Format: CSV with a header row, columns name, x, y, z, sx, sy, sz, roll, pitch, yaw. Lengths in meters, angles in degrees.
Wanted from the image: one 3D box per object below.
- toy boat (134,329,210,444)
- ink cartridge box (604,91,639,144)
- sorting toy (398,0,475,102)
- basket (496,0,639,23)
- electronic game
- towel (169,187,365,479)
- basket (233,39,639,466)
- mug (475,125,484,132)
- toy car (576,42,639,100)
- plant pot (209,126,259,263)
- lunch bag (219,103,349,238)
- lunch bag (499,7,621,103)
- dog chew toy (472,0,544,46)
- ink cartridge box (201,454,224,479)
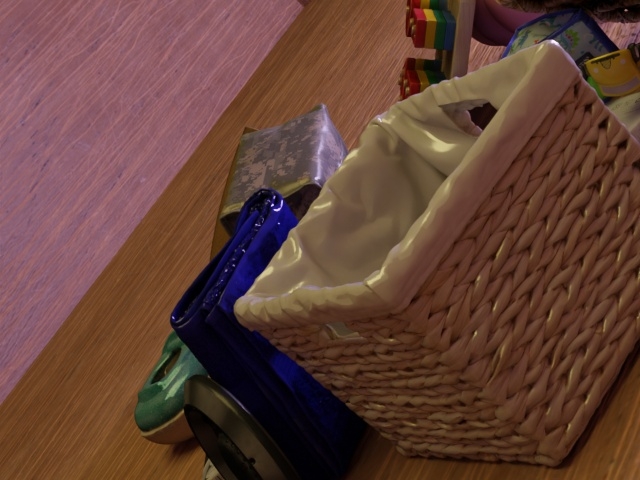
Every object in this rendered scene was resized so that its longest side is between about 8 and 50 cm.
name,x,y,z,sx,sy,sz,roll,pitch,yaw
toy boat,-0.169,0.172,1.942,0.318,0.148,0.267,-32,21,42
ink cartridge box,0.304,-0.097,1.484,0.224,0.045,0.223,-38,11,-25
sorting toy,0.179,-0.294,2.023,0.255,0.089,0.257,-90,4,-68
basket,0.406,-0.343,1.606,0.223,0.213,0.299,-54,17,-8
electronic game,-0.076,0.243,1.380,0.048,0.229,0.229,-37,12,-20
towel,-0.027,0.118,1.444,0.076,0.308,0.227,-4,41,39
basket,0.148,0.023,1.268,0.331,0.266,0.328,-54,17,-22
mug,0.179,-0.070,1.711,0.169,0.113,0.150,-52,15,-9
toy car,0.365,-0.202,1.506,0.239,0.053,0.225,-18,2,-30
plant pot,-0.080,-0.027,2.131,0.254,0.237,0.237,-63,17,-3
lunch bag,0.000,0.000,1.714,0.169,0.287,0.235,-19,28,16
lunch bag,0.338,-0.241,1.678,0.151,0.129,0.096,-20,35,54
dog chew toy,0.325,-0.407,2.015,0.206,0.207,0.332,-51,8,-14
ink cartridge box,-0.076,0.238,1.730,0.206,0.045,0.208,-43,15,14
